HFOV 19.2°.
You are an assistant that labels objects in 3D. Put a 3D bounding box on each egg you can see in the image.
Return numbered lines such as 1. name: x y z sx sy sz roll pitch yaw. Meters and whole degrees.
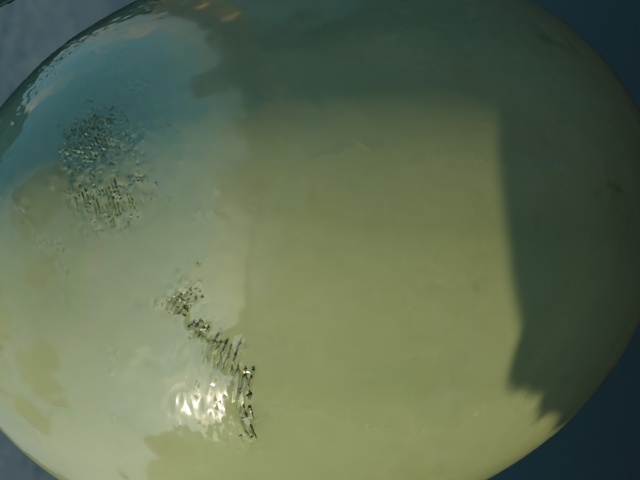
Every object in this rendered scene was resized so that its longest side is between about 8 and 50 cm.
1. egg: 0.000 0.000 0.673 0.203 0.282 0.203 17 113 48

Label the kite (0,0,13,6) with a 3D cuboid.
1. kite: -0.211 -0.205 0.981 0.314 0.335 0.011 -61 37 30
